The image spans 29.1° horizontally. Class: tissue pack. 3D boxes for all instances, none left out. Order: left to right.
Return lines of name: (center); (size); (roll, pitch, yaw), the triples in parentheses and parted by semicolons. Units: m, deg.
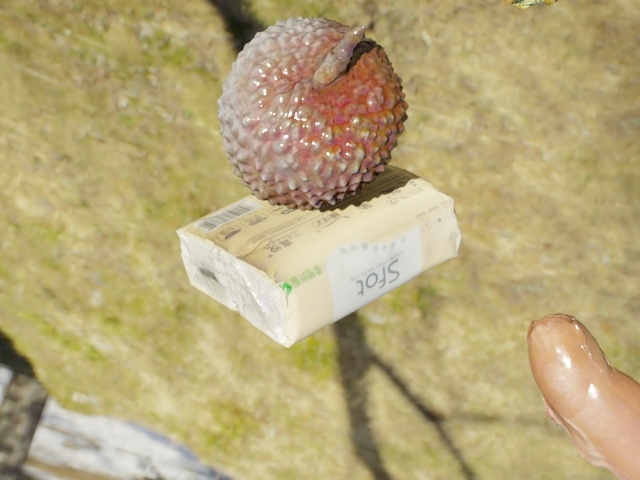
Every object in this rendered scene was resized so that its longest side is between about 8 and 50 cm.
tissue pack: (0.000, 0.000, 1.179); (0.186, 0.222, 0.090); (26, 132, 45)

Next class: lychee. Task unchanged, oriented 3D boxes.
lychee: (-0.007, -0.113, 1.055); (0.165, 0.165, 0.197); (18, 150, -5)

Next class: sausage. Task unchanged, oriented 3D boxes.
sausage: (0.265, 0.162, 0.901); (0.304, 0.078, 0.078); (37, 152, -9)

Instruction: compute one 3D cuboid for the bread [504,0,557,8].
bread: (0.249, -0.361, 1.513); (0.128, 0.140, 0.069); (38, 154, -32)
